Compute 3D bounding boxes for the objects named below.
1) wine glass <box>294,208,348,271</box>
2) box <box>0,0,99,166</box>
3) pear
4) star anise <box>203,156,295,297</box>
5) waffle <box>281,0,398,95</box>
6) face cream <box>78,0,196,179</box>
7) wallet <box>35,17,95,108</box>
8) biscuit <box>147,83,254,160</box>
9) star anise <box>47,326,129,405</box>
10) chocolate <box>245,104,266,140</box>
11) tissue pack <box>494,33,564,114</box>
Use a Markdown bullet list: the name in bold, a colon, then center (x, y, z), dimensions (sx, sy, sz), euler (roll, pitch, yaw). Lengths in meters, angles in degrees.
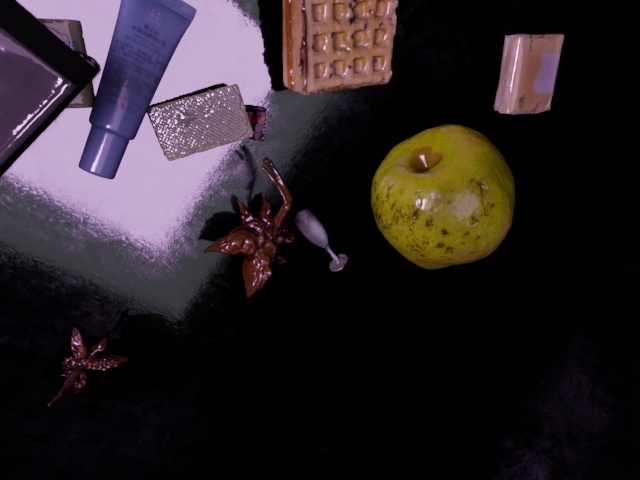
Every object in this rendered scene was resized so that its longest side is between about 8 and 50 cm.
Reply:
- **wine glass**: center (0.000, 0.000, 1.156), dimensions (0.066, 0.066, 0.198), euler (-43, 123, -6)
- **box**: center (-0.555, -0.212, 0.646), dimensions (0.345, 0.251, 0.204), euler (-43, 122, 6)
- **pear**: center (0.329, -0.098, 1.116), dimensions (0.390, 0.391, 0.392), euler (-10, 114, -23)
- **star anise**: center (-0.150, -0.033, 1.018), dimensions (0.237, 0.148, 0.347), euler (1, 119, -30)
- **waffle**: center (0.049, -0.521, 0.901), dimensions (0.260, 0.114, 0.377), euler (-14, 126, -23)
- **face cream**: center (-0.377, -0.311, 0.830), dimensions (0.135, 0.086, 0.386), euler (20, 95, -34)
- **wallet**: center (-0.494, -0.328, 0.785), dimensions (0.110, 0.039, 0.155), euler (-11, 114, -24)
- **biscuit**: center (-0.256, -0.256, 0.912), dimensions (0.199, 0.041, 0.121), euler (-18, 114, -5)
- **star anise**: center (-0.539, 0.297, 0.959), dimensions (0.140, 0.144, 0.158), euler (-43, 122, -15)
- **chocolate**: center (-0.212, -0.270, 0.958), dimensions (0.182, 0.028, 0.086), euler (-2, 112, -26)
- **tissue pack**: center (0.618, -0.494, 1.252), dimensions (0.186, 0.090, 0.223), euler (-9, 113, -21)
